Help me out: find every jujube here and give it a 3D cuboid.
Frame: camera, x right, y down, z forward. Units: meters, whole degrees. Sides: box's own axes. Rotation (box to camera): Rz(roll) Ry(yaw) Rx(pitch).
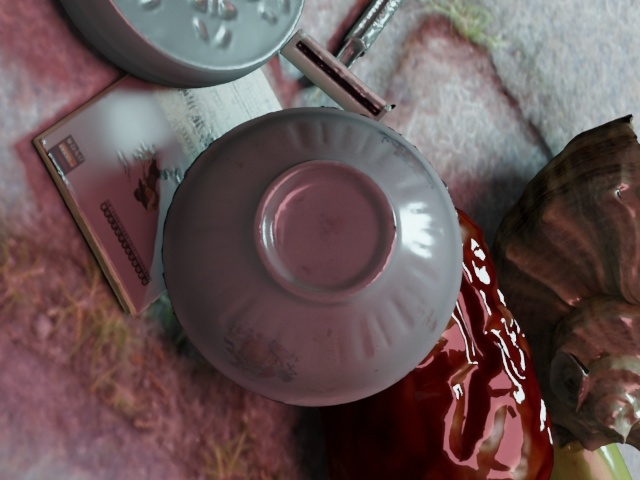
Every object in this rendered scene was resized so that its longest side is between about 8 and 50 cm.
[{"bbox_3d":[0.068,0.085,1.031,0.155,0.155,0.230,-15,95,-43],"label":"jujube"}]

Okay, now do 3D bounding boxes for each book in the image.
[{"bbox_3d":[-0.088,-0.054,0.981,0.181,0.014,0.127,-42,115,-37],"label":"book"}]

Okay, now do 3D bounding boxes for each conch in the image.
[{"bbox_3d":[0.195,0.035,1.155,0.291,0.159,0.210,-90,156,-59],"label":"conch"}]

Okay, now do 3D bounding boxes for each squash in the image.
[{"bbox_3d":[0.220,0.246,1.212,0.083,0.083,0.250,-29,106,-41],"label":"squash"}]

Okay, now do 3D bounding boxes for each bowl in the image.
[{"bbox_3d":[0.000,0.000,0.923,0.189,0.086,0.189,1,79,-6],"label":"bowl"}]

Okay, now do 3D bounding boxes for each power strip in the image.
[{"bbox_3d":[-0.096,-0.163,0.948,0.216,0.044,0.137,8,76,-42],"label":"power strip"}]

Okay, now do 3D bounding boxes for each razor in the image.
[{"bbox_3d":[0.051,-0.173,1.111,0.084,0.036,0.211,41,54,-12],"label":"razor"}]
